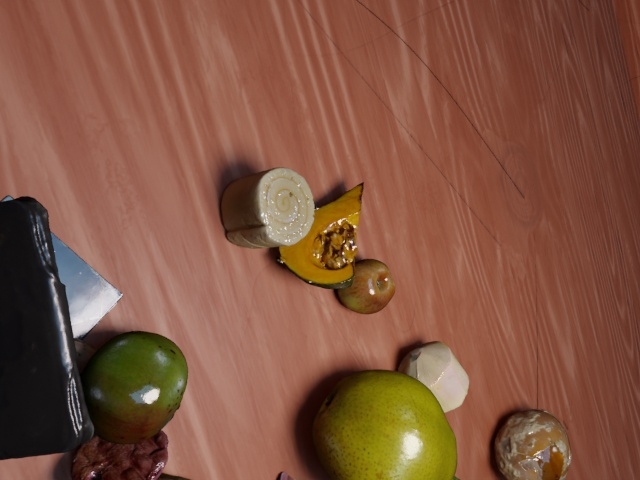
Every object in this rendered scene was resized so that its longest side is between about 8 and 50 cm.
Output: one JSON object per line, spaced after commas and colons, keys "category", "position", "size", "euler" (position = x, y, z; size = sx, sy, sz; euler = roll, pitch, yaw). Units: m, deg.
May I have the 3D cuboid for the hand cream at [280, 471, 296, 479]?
{"category": "hand cream", "position": [0.033, 0.603, 1.109], "size": [0.341, 0.078, 0.124], "euler": [43, 34, -25]}

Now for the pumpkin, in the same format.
{"category": "pumpkin", "position": [0.000, 0.000, 1.154], "size": [0.163, 0.111, 0.278], "euler": [8, 54, 3]}

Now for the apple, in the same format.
{"category": "apple", "position": [0.103, 0.105, 1.203], "size": [0.126, 0.102, 0.126], "euler": [4, 83, -35]}

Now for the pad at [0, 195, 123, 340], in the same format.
{"category": "pad", "position": [-0.456, 0.068, 0.852], "size": [0.243, 0.004, 0.163], "euler": [48, 60, -22]}

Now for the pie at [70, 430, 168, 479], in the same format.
{"category": "pie", "position": [-0.314, 0.349, 0.855], "size": [0.154, 0.153, 0.038], "euler": [-20, 131, -36]}

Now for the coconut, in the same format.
{"category": "coconut", "position": [0.260, 0.317, 1.273], "size": [0.147, 0.147, 0.152], "euler": [-48, 111, -30]}

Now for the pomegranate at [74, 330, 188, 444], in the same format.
{"category": "pomegranate", "position": [-0.316, 0.215, 0.850], "size": [0.210, 0.180, 0.180], "euler": [30, 65, -2]}

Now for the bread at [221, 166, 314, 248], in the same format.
{"category": "bread", "position": [-0.103, -0.059, 1.044], "size": [0.134, 0.141, 0.148], "euler": [3, 85, -40]}

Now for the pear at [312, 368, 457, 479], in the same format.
{"category": "pear", "position": [0.127, 0.398, 1.092], "size": [0.294, 0.294, 0.294], "euler": [4, 82, -36]}

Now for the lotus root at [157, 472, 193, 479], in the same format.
{"category": "lotus root", "position": [-0.269, 0.586, 0.877], "size": [0.375, 0.111, 0.390], "euler": [22, 73, -36]}

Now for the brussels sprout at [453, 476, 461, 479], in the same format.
{"category": "brussels sprout", "position": [0.289, 0.656, 1.229], "size": [0.219, 0.210, 0.271], "euler": [-30, 88, -40]}

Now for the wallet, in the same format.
{"category": "wallet", "position": [-0.443, 0.126, 0.762], "size": [0.051, 0.197, 0.377], "euler": [-30, 109, -80]}

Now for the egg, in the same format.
{"category": "egg", "position": [0.570, 0.560, 1.450], "size": [0.233, 0.195, 0.194], "euler": [-38, 107, -31]}
